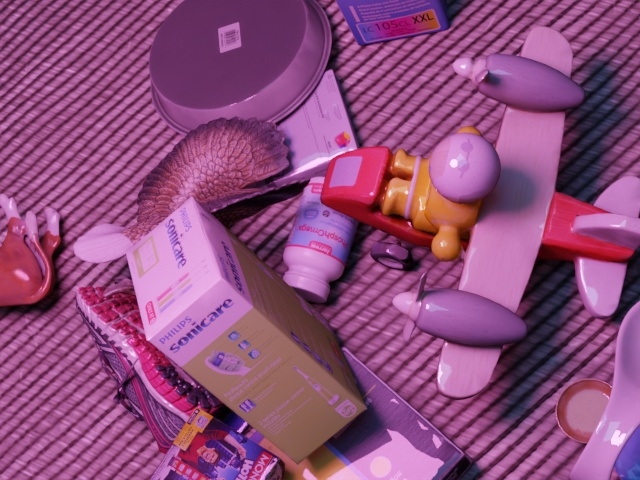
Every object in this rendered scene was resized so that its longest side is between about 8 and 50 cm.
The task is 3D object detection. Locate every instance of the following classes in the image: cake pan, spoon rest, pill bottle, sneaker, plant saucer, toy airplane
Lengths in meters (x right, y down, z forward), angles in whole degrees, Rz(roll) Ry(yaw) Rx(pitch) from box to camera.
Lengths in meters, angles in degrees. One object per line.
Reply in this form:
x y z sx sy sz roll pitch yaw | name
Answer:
-0.129 -0.282 2.000 0.293 0.054 0.293 -11 56 16 | cake pan
0.391 0.176 1.604 0.137 0.084 0.276 29 74 23 | spoon rest
0.000 0.000 1.848 0.087 0.087 0.160 11 73 22 | pill bottle
-0.257 0.168 1.857 0.299 0.121 0.112 47 119 35 | sneaker
0.337 0.215 1.687 0.083 0.015 0.083 -7 67 15 | plant saucer
0.222 -0.045 1.687 0.384 0.272 0.386 -31 63 4 | toy airplane

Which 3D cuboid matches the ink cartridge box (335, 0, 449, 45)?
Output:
0.058 -0.484 1.851 0.151 0.395 0.270 -12 66 14 | ink cartridge box

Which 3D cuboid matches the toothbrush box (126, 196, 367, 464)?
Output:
-0.093 0.111 1.669 0.122 0.283 0.206 -39 33 8 | toothbrush box

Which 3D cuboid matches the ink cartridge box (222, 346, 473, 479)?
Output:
-0.015 0.297 1.742 0.307 0.072 0.303 39 85 27 | ink cartridge box

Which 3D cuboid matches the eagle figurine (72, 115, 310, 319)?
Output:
-0.164 -0.028 1.844 0.226 0.225 0.298 39 110 19 | eagle figurine

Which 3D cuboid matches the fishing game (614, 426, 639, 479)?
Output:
0.443 0.245 1.628 0.189 0.041 0.264 13 68 15 | fishing game

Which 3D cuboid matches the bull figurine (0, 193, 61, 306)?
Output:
-0.525 0.037 2.003 0.310 0.101 0.188 -4 66 18 | bull figurine

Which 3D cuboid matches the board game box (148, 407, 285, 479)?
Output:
-0.128 0.341 1.692 0.194 0.060 0.194 27 79 31 | board game box

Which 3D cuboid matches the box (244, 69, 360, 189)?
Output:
-0.046 -0.150 1.953 0.186 0.038 0.145 -22 64 10 | box
